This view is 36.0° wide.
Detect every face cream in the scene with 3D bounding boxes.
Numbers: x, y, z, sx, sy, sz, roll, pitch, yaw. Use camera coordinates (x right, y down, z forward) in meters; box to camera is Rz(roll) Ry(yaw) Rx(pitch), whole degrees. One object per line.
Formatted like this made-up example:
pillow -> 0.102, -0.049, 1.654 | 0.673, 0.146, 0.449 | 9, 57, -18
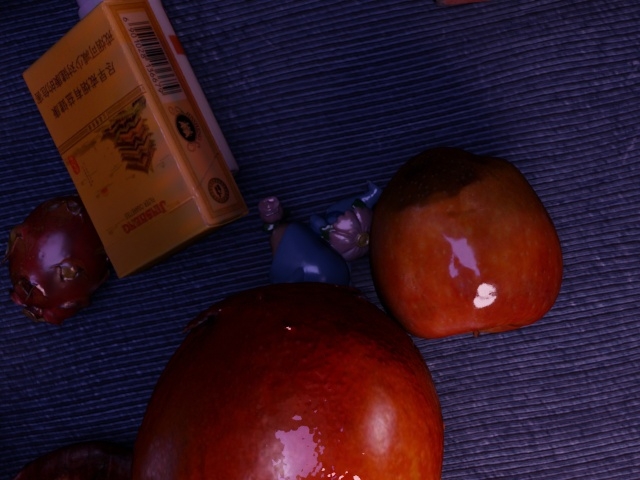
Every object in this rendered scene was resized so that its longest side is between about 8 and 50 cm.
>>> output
face cream -> -0.215, -0.218, 1.206 | 0.102, 0.102, 0.345 | -25, 88, 6

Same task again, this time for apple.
apple -> 0.158, 0.003, 1.108 | 0.230, 0.230, 0.230 | 0, 91, 6

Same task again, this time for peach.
peach -> -0.036, 0.217, 1.063 | 0.370, 0.370, 0.370 | 0, 91, 6

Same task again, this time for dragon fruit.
dragon fruit -> -0.298, -0.014, 1.220 | 0.125, 0.125, 0.246 | 31, 77, 26

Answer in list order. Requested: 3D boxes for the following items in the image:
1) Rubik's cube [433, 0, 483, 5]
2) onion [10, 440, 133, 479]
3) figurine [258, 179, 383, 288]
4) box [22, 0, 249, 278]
Rubik's cube -> 0.253, -0.444, 1.052 | 0.305, 0.304, 0.301 | -4, 90, 5
onion -> -0.286, 0.387, 1.175 | 0.272, 0.195, 0.272 | 0, 97, -1
figurine -> -0.003, -0.003, 1.191 | 0.144, 0.114, 0.178 | 39, 83, 20
box -> -0.216, -0.114, 1.130 | 0.174, 0.076, 0.274 | -27, 88, 40
